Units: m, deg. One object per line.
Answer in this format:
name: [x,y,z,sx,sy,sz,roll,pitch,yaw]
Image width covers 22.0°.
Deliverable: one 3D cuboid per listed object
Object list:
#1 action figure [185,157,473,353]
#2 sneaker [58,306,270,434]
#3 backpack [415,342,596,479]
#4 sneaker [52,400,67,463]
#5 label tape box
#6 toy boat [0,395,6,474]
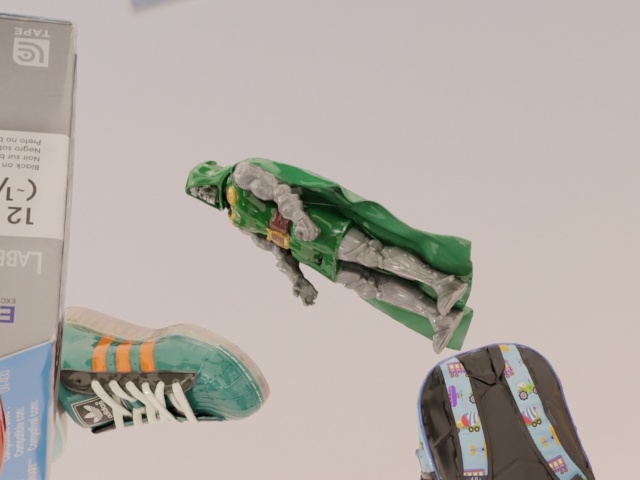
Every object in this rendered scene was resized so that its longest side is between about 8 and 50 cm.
action figure: [0.000,0.000,1.202,0.232,0.137,0.063,27,-126,20]
sneaker: [-0.190,0.152,1.678,0.302,0.108,0.121,7,-137,38]
backpack: [0.159,0.188,1.531,0.158,0.173,0.117,-16,172,-11]
sneaker: [-0.363,0.156,1.577,0.135,0.366,0.150,-23,-132,15]
label tape box: [-0.217,0.066,1.041,0.115,0.249,0.347,2,-122,-10]
toy boat: [-0.257,0.119,0.761,0.231,0.151,0.151,-29,-155,1]
